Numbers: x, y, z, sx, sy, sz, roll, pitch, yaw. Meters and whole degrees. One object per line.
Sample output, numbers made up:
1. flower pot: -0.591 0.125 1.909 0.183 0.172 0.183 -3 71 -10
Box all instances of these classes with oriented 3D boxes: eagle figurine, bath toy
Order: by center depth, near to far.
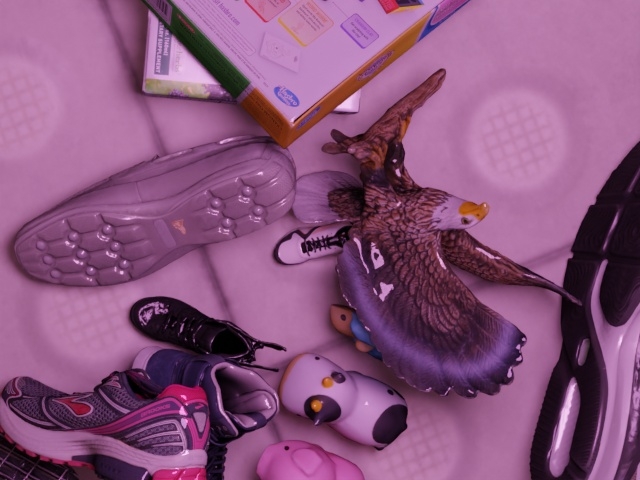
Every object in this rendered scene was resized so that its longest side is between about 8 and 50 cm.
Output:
1. eagle figurine: 0.121 0.003 1.874 0.226 0.225 0.298 -30 104 -2
2. bath toy: 0.000 0.248 1.929 0.151 0.129 0.348 22 91 -7

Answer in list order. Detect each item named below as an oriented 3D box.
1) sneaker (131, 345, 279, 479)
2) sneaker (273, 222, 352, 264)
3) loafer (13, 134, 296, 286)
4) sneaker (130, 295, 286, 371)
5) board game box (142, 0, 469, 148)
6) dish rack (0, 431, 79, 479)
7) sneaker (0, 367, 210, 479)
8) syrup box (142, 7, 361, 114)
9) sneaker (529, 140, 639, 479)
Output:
1. sneaker: -0.112 0.225 1.888 0.086 0.163 0.226 -29 111 -45
2. sneaker: 0.000 0.000 1.960 0.109 0.044 0.040 -19 96 -3
3. loafer: -0.178 -0.034 1.914 0.319 0.111 0.112 -15 122 8
4. sneaker: -0.124 0.102 1.926 0.170 0.089 0.051 23 82 -7
5. board game box: 0.000 -0.282 1.863 0.316 0.064 0.242 -39 79 -20
6. dish rack: -0.375 0.334 1.871 0.208 0.074 0.271 23 67 29
7. sneaker: -0.222 0.183 1.847 0.121 0.299 0.112 5 94 -51
8. syrup box: -0.073 -0.194 1.918 0.237 0.096 0.093 5 91 -5
9. sneaker: 0.409 0.109 1.973 0.257 0.169 0.447 19 85 -22
